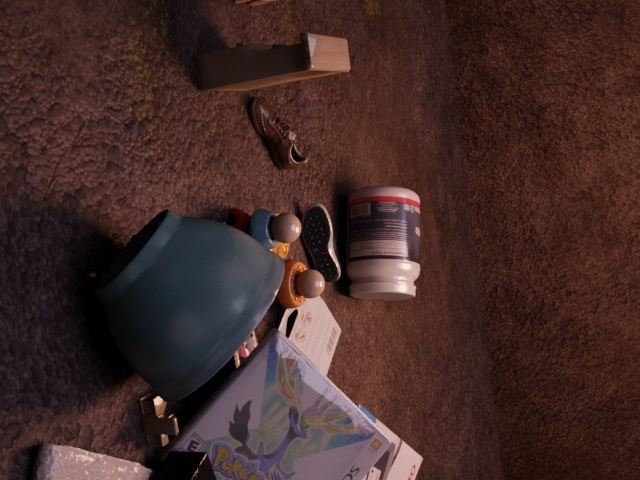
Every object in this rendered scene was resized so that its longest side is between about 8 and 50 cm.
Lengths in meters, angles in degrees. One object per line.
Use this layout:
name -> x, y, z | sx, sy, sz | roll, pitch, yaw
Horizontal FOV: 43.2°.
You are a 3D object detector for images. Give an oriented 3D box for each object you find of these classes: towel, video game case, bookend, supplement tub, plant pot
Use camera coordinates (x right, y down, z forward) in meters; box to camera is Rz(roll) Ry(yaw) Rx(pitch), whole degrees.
towel -> -0.335, 0.421, 1.210 | 0.282, 0.049, 0.187 | 41, 50, -54
video game case -> -0.071, 0.375, 1.452 | 0.300, 0.036, 0.329 | -48, 109, -13
bookend -> -0.223, 0.451, 1.299 | 0.156, 0.072, 0.157 | -59, 140, -57
supplement tub -> 0.161, 0.009, 2.079 | 0.191, 0.191, 0.272 | 23, 66, -60
plant pot -> -0.225, 0.075, 1.267 | 0.196, 0.293, 0.293 | 43, 43, -17

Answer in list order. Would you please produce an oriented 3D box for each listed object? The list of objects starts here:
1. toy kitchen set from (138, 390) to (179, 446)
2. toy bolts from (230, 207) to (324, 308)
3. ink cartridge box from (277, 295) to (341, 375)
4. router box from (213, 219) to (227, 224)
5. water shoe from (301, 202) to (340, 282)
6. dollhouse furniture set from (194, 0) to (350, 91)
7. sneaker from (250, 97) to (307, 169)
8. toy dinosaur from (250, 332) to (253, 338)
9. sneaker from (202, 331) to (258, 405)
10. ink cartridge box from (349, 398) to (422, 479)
toy kitchen set -> -0.252, 0.295, 1.366 | 0.075, 0.068, 0.083 | -24, 108, -61
toy bolts -> -0.076, 0.005, 1.653 | 0.228, 0.158, 0.218 | 57, 38, -43
ink cartridge box -> -0.054, 0.235, 1.773 | 0.239, 0.060, 0.275 | 60, 37, -38
router box -> -0.217, 0.011, 1.510 | 0.122, 0.038, 0.092 | -12, 97, -63
water shoe -> 0.000, 0.000, 1.923 | 0.080, 0.072, 0.203 | -85, 165, -68
dollhouse furniture set -> -0.117, -0.502, 1.544 | 0.362, 0.256, 0.394 | -20, 104, -62
sneaker -> -0.086, -0.237, 1.766 | 0.188, 0.071, 0.066 | 61, 36, -39
toy dinosaur -> -0.146, 0.120, 1.457 | 0.092, 0.183, 0.053 | -7, 136, -40
sneaker -> -0.152, 0.261, 1.520 | 0.131, 0.112, 0.319 | -7, 93, -60
ink cartridge box -> 0.041, 0.516, 1.731 | 0.395, 0.166, 0.286 | 48, 62, -50
